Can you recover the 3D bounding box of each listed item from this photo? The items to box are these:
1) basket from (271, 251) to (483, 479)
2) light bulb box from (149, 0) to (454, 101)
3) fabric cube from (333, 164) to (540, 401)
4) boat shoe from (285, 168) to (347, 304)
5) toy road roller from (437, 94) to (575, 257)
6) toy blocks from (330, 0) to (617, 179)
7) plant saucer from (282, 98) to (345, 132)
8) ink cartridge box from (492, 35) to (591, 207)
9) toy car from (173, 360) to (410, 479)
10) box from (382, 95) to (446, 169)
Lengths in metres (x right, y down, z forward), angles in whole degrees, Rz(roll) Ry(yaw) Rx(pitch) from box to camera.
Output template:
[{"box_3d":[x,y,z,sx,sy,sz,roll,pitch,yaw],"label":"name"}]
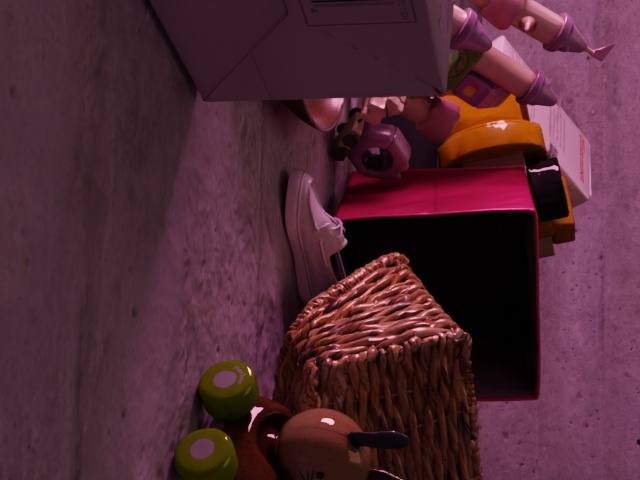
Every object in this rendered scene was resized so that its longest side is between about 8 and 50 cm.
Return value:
[{"box_3d":[0.046,0.200,1.198,0.223,0.213,0.299,-125,-157,-62],"label":"basket"},{"box_3d":[-0.016,-0.355,0.823,0.358,0.225,0.361,65,30,-59],"label":"light bulb box"},{"box_3d":[0.156,0.049,1.426,0.258,0.259,0.254,-70,157,-71],"label":"fabric cube"},{"box_3d":[0.000,0.000,1.226,0.066,0.063,0.184,-67,154,-58],"label":"boat shoe"},{"box_3d":[0.287,-0.107,1.711,0.329,0.202,0.241,48,32,-69],"label":"toy road roller"},{"box_3d":[0.208,-0.227,1.450,0.288,0.260,0.309,-48,-161,42],"label":"toy blocks"},{"box_3d":[-0.018,-0.275,1.183,0.310,0.050,0.311,0,90,-77],"label":"plant saucer"},{"box_3d":[0.351,-0.190,1.863,0.273,0.114,0.198,46,34,-21],"label":"ink cartridge box"},{"box_3d":[-0.011,0.203,0.927,0.149,0.188,0.155,-75,160,-46],"label":"toy car"},{"box_3d":[0.177,-0.180,1.860,0.261,0.103,0.184,4,84,-76],"label":"box"}]
